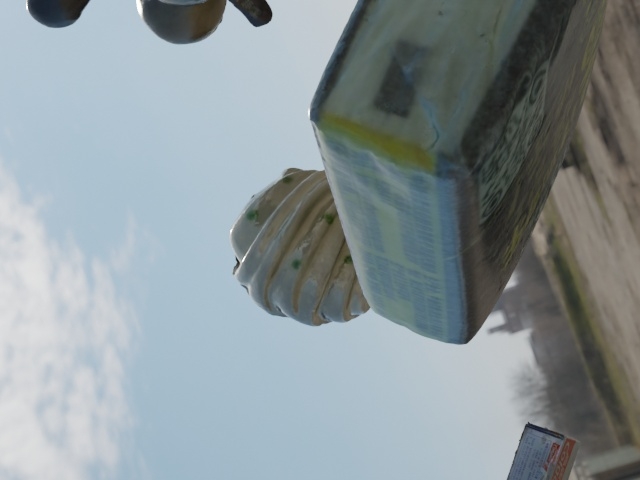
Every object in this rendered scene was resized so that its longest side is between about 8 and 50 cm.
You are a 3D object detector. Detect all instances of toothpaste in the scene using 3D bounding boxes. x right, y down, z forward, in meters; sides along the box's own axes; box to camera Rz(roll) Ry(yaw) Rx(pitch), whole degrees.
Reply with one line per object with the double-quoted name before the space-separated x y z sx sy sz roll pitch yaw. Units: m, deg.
"toothpaste" 0.173 0.259 0.919 0.047 0.040 0.196 28 -99 -52

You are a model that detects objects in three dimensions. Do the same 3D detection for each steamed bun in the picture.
"steamed bun" 0.000 0.000 1.076 0.182 0.106 0.183 14 -124 -22

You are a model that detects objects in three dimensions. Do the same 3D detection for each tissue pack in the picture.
"tissue pack" 0.078 -0.068 0.509 0.185 0.081 0.257 -63 -15 -14

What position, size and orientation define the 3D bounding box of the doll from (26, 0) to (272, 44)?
"doll" -0.175 -0.280 0.784 0.330 0.235 0.174 26 174 -27
